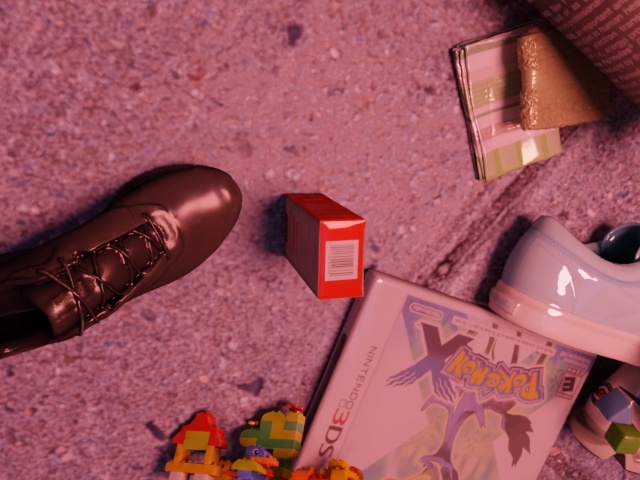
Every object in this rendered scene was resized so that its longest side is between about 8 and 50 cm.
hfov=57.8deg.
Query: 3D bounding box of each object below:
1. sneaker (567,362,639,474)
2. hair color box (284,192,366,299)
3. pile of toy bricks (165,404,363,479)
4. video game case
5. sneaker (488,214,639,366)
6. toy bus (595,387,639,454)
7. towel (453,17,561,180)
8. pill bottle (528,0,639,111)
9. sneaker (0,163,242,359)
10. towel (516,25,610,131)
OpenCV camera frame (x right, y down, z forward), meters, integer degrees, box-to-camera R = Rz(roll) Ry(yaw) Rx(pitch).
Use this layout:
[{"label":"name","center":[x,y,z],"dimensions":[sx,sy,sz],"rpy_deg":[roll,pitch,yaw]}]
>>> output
[{"label":"sneaker","center":[0.498,0.241,0.756],"dimensions":[0.330,0.122,0.146],"rpy_deg":[19,108,-20]},{"label":"hair color box","center":[0.000,0.000,0.549],"dimensions":[0.043,0.141,0.072],"rpy_deg":[-3,105,-16]},{"label":"pile of toy bricks","center":[-0.045,0.225,0.613],"dimensions":[0.212,0.105,0.118],"rpy_deg":[-6,147,24]},{"label":"video game case","center":[0.146,0.220,0.705],"dimensions":[0.329,0.036,0.300],"rpy_deg":[19,98,-20]},{"label":"sneaker","center":[0.385,0.064,0.679],"dimensions":[0.365,0.135,0.150],"rpy_deg":[14,105,-19]},{"label":"toy bus","center":[0.425,0.193,0.607],"dimensions":[0.202,0.104,0.191],"rpy_deg":[23,112,-15]},{"label":"towel","center":[0.210,-0.151,0.633],"dimensions":[0.113,0.023,0.152],"rpy_deg":[-20,109,-9]},{"label":"pill bottle","center":[0.309,-0.244,0.506],"dimensions":[0.361,0.204,0.204],"rpy_deg":[42,90,-4]},{"label":"sneaker","center":[-0.193,0.028,0.510],"dimensions":[0.286,0.130,0.109],"rpy_deg":[-32,108,-7]},{"label":"towel","center":[0.266,-0.176,0.625],"dimensions":[0.148,0.027,0.110],"rpy_deg":[-17,110,-29]}]
